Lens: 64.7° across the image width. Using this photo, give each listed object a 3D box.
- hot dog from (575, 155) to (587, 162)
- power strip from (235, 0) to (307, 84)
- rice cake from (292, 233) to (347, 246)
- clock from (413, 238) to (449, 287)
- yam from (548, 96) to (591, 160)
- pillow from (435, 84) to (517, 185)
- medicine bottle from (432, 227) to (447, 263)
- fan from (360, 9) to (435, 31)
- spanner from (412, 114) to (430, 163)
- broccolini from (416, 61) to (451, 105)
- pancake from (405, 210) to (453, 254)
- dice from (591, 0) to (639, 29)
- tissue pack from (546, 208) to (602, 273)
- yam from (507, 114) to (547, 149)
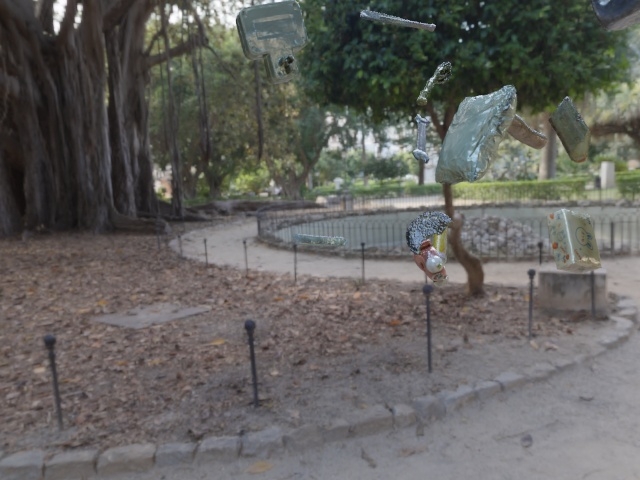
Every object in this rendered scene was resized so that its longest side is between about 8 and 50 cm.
[{"bbox_3d":[0.944,-0.390,1.913,0.066,0.216,0.047,-17,-18,14],"label":"hot dog"},{"bbox_3d":[-0.154,-0.702,1.790,0.229,0.261,0.141,-18,11,-20],"label":"power strip"},{"bbox_3d":[0.000,0.000,1.690,0.210,0.034,0.043,4,-11,-38],"label":"rice cake"},{"bbox_3d":[0.446,0.102,2.040,0.092,0.166,0.162,-28,42,3],"label":"clock"},{"bbox_3d":[0.597,-0.264,1.201,0.069,0.147,0.070,-26,-9,-4],"label":"yam"},{"bbox_3d":[0.472,-0.311,1.543,0.138,0.310,0.283,22,5,-9],"label":"pillow"},{"bbox_3d":[0.559,0.002,2.369,0.073,0.218,0.074,9,-31,6],"label":"medicine bottle"},{"bbox_3d":[0.287,-0.817,1.877,0.281,0.023,0.057,11,48,1],"label":"fan"},{"bbox_3d":[0.366,-0.373,1.838,0.071,0.017,0.302,24,43,-11],"label":"spanner"},{"bbox_3d":[0.466,-0.625,2.052,0.073,0.079,0.392,27,48,6],"label":"broccolini"},{"bbox_3d":[0.423,-0.034,1.968,0.190,0.184,0.020,-13,-33,25],"label":"pancake"},{"bbox_3d":[1.046,-0.838,1.718,0.182,0.182,0.183,-11,-7,-36],"label":"dice"},{"bbox_3d":[0.857,0.003,1.710,0.148,0.197,0.092,8,-24,-26],"label":"tissue pack"},{"bbox_3d":[0.774,-0.421,1.939,0.356,0.081,0.081,10,-3,-43],"label":"yam"}]
